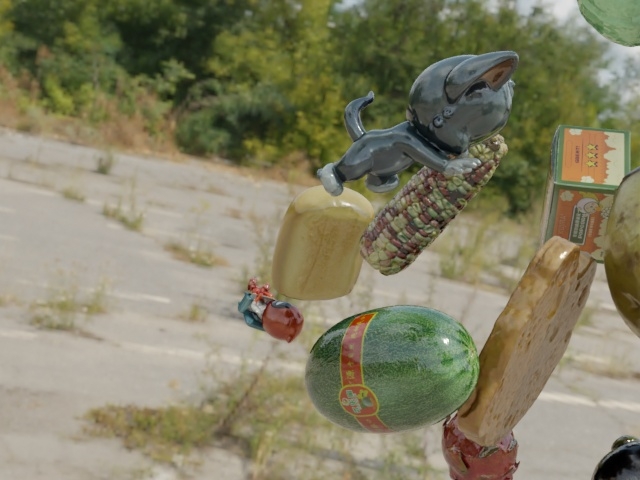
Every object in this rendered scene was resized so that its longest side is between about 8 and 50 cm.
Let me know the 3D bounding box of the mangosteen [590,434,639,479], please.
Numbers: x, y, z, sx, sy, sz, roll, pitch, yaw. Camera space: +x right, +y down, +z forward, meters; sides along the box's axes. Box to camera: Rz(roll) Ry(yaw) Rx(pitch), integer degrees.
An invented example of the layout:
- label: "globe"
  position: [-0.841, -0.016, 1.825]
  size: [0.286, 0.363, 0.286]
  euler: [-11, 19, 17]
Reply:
- label: "mangosteen"
  position: [0.474, 0.365, 1.582]
  size: [0.152, 0.152, 0.152]
  euler: [12, 6, -1]

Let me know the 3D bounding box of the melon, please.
- label: "melon"
  position: [0.089, 0.185, 1.504]
  size: [0.287, 0.182, 0.182]
  euler: [-17, -15, 40]

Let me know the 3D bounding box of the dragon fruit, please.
- label: "dragon fruit"
  position: [0.256, 0.335, 1.739]
  size: [0.133, 0.166, 0.136]
  euler: [-18, 11, -36]

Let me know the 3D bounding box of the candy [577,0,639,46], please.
- label: "candy"
  position: [0.238, -0.312, 0.882]
  size: [0.119, 0.119, 0.440]
  euler: [16, -18, 32]

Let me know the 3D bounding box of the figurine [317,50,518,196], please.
- label: "figurine"
  position: [0.122, -0.142, 1.318]
  size: [0.265, 0.140, 0.193]
  euler: [-15, 3, 9]

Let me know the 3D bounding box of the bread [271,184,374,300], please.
- label: "bread"
  position: [0.000, 0.000, 1.676]
  size: [0.147, 0.217, 0.098]
  euler: [3, 42, -19]

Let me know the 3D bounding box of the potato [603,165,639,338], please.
- label: "potato"
  position: [0.529, 0.047, 1.589]
  size: [0.242, 0.242, 0.285]
  euler: [16, -35, 33]

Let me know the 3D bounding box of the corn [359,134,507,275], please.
- label: "corn"
  position: [0.152, -0.057, 1.443]
  size: [0.086, 0.253, 0.086]
  euler: [36, 19, -15]

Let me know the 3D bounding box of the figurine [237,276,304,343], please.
- label: "figurine"
  position: [-0.083, 0.127, 1.815]
  size: [0.068, 0.075, 0.140]
  euler: [25, 9, -45]

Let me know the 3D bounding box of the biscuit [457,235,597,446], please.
- label: "biscuit"
  position: [0.314, 0.146, 1.602]
  size: [0.057, 0.351, 0.312]
  euler: [28, 23, 25]

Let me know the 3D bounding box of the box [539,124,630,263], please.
- label: "box"
  position: [0.501, -0.087, 2.021]
  size: [0.148, 0.195, 0.177]
  euler: [8, 46, 10]
